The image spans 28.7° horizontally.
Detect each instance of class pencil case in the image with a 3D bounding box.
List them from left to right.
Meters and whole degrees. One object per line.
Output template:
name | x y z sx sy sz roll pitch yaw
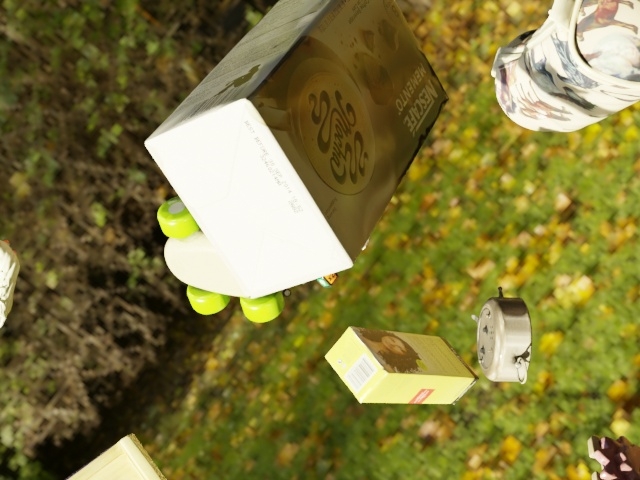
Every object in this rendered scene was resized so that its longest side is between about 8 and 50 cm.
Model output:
pencil case | 0.349 -0.249 1.682 0.159 0.184 0.410 -60 3 -6

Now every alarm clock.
alarm clock | 0.280 0.158 1.897 0.192 0.064 0.129 -113 26 -65

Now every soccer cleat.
soccer cleat | -0.458 0.066 1.751 0.196 0.068 0.076 107 170 -54

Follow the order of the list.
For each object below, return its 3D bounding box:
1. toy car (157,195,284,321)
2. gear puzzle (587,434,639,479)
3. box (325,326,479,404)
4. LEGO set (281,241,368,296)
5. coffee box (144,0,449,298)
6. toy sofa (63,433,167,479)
toy car | -0.092 -0.023 1.540 0.149 0.155 0.188 7 44 24
gear puzzle | 0.416 0.303 1.218 0.044 0.339 0.175 -56 16 35
box | 0.110 0.166 1.632 0.058 0.087 0.232 -51 -31 18
LEGO set | 0.000 0.000 1.777 0.182 0.060 0.244 -32 20 33
coffee box | -0.008 -0.109 1.122 0.119 0.168 0.297 -18 23 33
toy sofa | -0.343 0.408 1.578 0.363 0.150 0.177 -36 -4 -15
